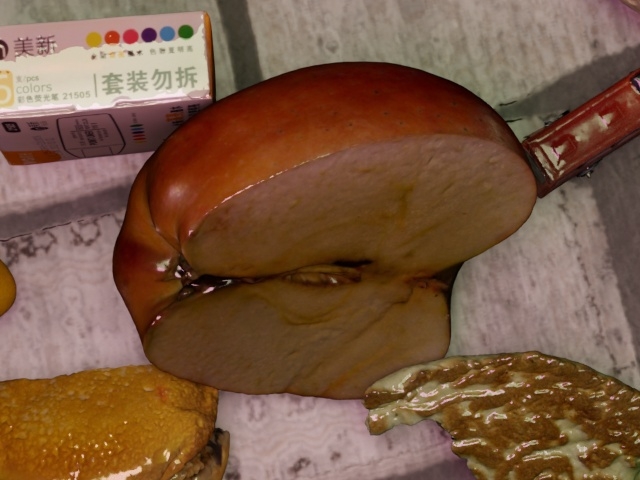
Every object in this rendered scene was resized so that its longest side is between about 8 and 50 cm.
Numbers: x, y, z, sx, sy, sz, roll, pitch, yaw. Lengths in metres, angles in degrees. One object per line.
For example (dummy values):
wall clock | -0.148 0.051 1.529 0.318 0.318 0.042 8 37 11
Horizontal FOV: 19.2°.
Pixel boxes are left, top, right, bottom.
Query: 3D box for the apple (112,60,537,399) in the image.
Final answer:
apple | 0.000 0.000 1.740 0.365 0.295 0.329 -1 95 -26

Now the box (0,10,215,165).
box | -0.206 -0.141 1.790 0.220 0.274 0.091 -5 84 -1

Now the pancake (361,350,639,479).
pancake | 0.219 0.201 1.843 0.376 0.054 0.197 22 108 -8

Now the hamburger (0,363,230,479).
hamburger | -0.225 0.221 1.777 0.283 0.144 0.156 -7 43 -1

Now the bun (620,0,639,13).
bun | 0.364 -0.397 1.875 0.349 0.227 0.352 11 75 5

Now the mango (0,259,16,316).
mango | -0.422 0.050 1.826 0.253 0.113 0.138 3 76 -10

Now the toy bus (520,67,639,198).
toy bus | 0.304 -0.128 1.903 0.235 0.096 0.073 -32 86 -6
